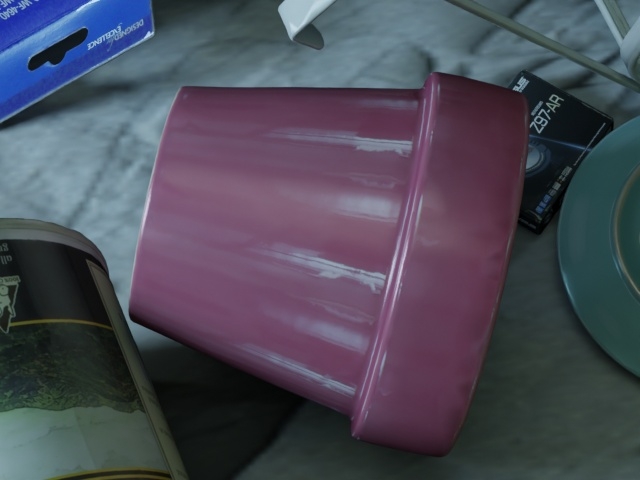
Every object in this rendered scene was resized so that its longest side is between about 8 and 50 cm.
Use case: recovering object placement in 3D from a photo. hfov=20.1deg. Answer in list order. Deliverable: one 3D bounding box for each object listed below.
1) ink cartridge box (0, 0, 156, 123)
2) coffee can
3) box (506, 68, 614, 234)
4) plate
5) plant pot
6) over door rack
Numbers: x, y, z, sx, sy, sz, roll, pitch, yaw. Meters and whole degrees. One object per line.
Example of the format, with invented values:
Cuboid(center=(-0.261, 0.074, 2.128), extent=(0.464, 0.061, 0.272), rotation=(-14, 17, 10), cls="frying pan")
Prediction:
Cuboid(center=(-0.194, -0.247, 1.151), extent=(0.165, 0.065, 0.332), rotation=(-25, 60, 30), cls="ink cartridge box")
Cuboid(center=(-0.158, 0.157, 0.919), extent=(0.202, 0.201, 0.275), rotation=(-23, 64, -4), cls="coffee can")
Cuboid(center=(0.126, -0.054, 1.080), extent=(0.067, 0.018, 0.083), rotation=(32, 73, 19), cls="box")
Cuboid(center=(0.229, 0.000, 1.029), extent=(0.188, 0.024, 0.188), rotation=(0, 68, 1), cls="plate")
Cuboid(center=(0.000, 0.000, 0.954), extent=(0.180, 0.201, 0.201), rotation=(12, 66, -1), cls="plant pot")
Cuboid(center=(0.092, -0.207, 1.012), extent=(0.324, 0.108, 0.239), rotation=(4, 50, -40), cls="over door rack")
